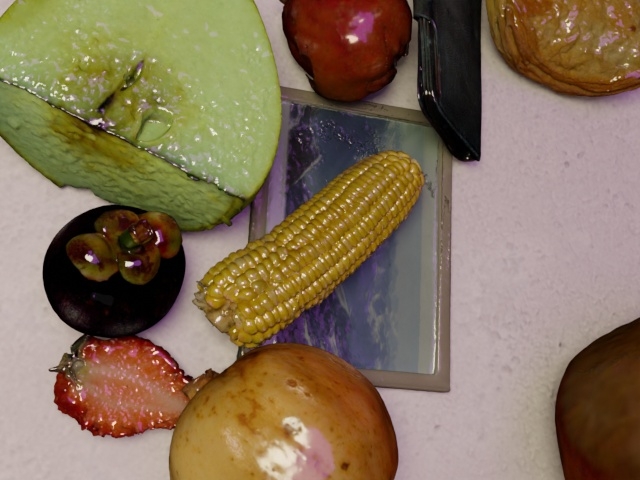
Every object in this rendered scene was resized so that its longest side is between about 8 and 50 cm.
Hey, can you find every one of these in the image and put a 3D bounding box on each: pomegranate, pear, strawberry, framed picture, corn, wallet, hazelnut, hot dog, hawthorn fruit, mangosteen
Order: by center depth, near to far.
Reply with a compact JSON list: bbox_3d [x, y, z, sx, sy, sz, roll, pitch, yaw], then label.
[{"bbox_3d":[-0.037,0.189,0.670,0.215,0.215,0.215,4,78,-16],"label":"pomegranate"},{"bbox_3d":[-0.189,0.022,0.684,0.137,0.151,0.137,13,58,-21],"label":"mangosteen"},{"bbox_3d":[-0.192,0.147,0.715,0.152,0.048,0.104,27,66,-19],"label":"strawberry"},{"bbox_3d":[-0.168,-0.167,0.731,0.292,0.159,0.293,4,77,-20],"label":"pear"},{"bbox_3d":[0.417,0.228,0.745,0.365,0.366,0.366,4,78,-16],"label":"hazelnut"},{"bbox_3d":[0.000,0.000,0.759,0.291,0.101,0.101,-40,92,-25],"label":"corn"},{"bbox_3d":[0.018,-0.239,0.814,0.172,0.148,0.148,34,71,0],"label":"hawthorn fruit"},{"bbox_3d":[0.038,-0.005,0.830,0.247,0.022,0.335,8,76,-16],"label":"framed picture"},{"bbox_3d":[0.150,-0.264,0.853,0.172,0.045,0.318,28,61,-55],"label":"wallet"},{"bbox_3d":[0.314,-0.285,0.929,0.259,0.114,0.175,15,79,-12],"label":"hot dog"}]
